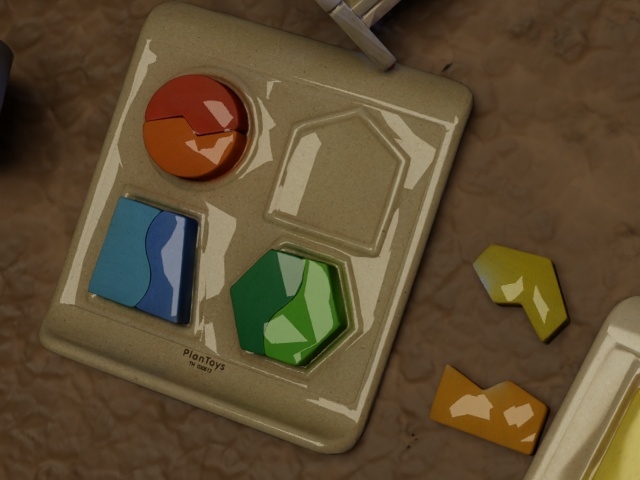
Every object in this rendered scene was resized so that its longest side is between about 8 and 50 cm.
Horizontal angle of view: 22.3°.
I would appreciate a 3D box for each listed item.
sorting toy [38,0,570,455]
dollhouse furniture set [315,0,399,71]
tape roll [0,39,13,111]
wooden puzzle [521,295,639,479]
[{"bbox_3d":[0.000,0.000,0.932,0.307,0.041,0.229,18,86,18],"label":"sorting toy"},{"bbox_3d":[0.014,-0.219,0.941,0.129,0.129,0.183,-41,48,6],"label":"dollhouse furniture set"},{"bbox_3d":[-0.294,-0.101,0.942,0.219,0.219,0.072,11,84,18],"label":"tape roll"},{"bbox_3d":[0.201,0.176,0.842,0.221,0.044,0.238,28,89,19],"label":"wooden puzzle"}]
